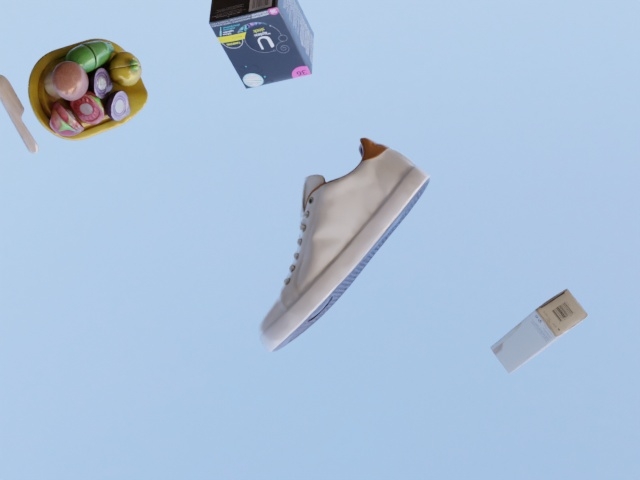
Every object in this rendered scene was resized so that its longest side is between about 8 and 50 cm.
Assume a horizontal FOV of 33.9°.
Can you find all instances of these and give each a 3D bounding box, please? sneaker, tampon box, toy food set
[{"bbox_3d":[0.000,0.000,1.279,0.123,0.106,0.290,38,-101,7],"label":"sneaker"},{"bbox_3d":[-0.093,-0.345,1.710,0.121,0.161,0.101,-10,-127,18],"label":"tampon box"},{"bbox_3d":[-0.316,-0.202,1.415,0.218,0.128,0.071,-30,-163,-39],"label":"toy food set"}]

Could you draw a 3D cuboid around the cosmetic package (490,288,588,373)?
[{"bbox_3d":[0.252,0.106,1.222,0.060,0.115,0.041,-28,-105,-32],"label":"cosmetic package"}]
